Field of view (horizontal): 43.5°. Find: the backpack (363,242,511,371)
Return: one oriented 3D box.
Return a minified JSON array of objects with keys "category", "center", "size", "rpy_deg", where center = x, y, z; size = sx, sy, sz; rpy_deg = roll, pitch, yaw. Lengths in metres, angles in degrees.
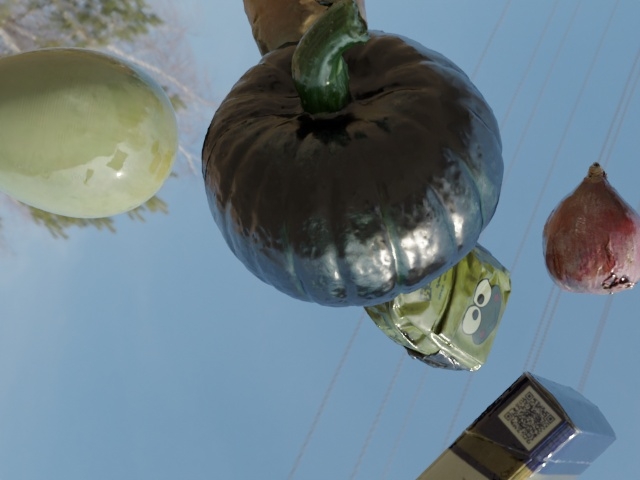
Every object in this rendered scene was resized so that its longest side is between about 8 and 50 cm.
[{"category":"backpack","center":[0.170,0.079,1.220],"size":[0.140,0.253,0.207],"rpy_deg":[3,-113,50]}]

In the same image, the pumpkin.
[{"category":"pumpkin","center":[0.019,-0.084,0.637],"size":[0.247,0.248,0.248],"rpy_deg":[-17,-131,21]}]

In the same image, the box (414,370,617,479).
[{"category":"box","center":[0.138,0.233,0.713],"size":[0.259,0.168,0.071],"rpy_deg":[-49,-123,10]}]

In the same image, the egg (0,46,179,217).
[{"category":"egg","center":[-0.330,-0.140,1.033],"size":[0.218,0.295,0.219],"rpy_deg":[-176,-90,-66]}]

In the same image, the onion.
[{"category":"onion","center":[0.398,-0.017,1.170],"size":[0.159,0.159,0.195],"rpy_deg":[-2,-85,32]}]

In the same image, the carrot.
[{"category":"carrot","center":[-0.040,-0.312,0.876],"size":[0.138,0.138,0.302],"rpy_deg":[-26,-103,14]}]
